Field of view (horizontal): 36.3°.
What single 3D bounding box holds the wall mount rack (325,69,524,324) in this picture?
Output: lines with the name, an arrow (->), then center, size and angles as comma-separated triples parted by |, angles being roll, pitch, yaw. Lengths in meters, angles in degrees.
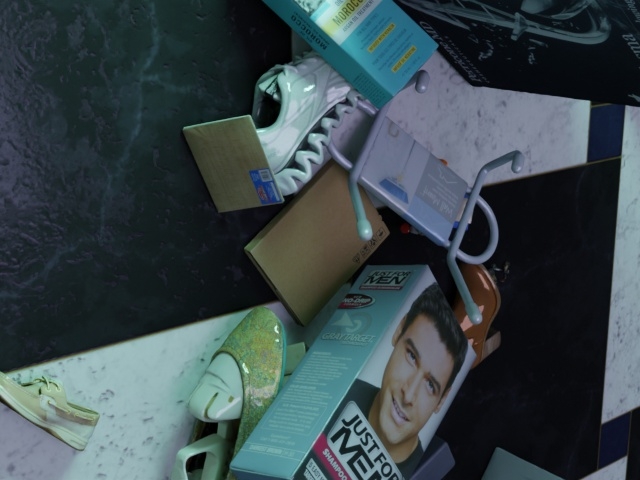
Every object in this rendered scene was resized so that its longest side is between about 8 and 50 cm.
wall mount rack -> 0.147, -0.057, 1.350 | 0.350, 0.130, 0.304 | 36, 59, -22

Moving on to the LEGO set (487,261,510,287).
LEGO set -> 0.293, 0.063, 1.656 | 0.083, 0.023, 0.054 | -6, 108, -52

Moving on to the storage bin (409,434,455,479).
storage bin -> 0.145, 0.355, 1.569 | 0.135, 0.091, 0.098 | -39, 124, -25

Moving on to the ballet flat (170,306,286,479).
ballet flat -> -0.135, 0.257, 1.297 | 0.123, 0.123, 0.348 | 7, 100, -40

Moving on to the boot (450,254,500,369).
boot -> 0.218, 0.135, 1.581 | 0.152, 0.073, 0.197 | -28, 116, -26

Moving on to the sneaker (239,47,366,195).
sneaker -> -0.011, -0.203, 1.282 | 0.118, 0.110, 0.292 | 39, 76, -30

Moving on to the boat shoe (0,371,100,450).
boat shoe -> -0.328, 0.190, 1.160 | 0.059, 0.063, 0.170 | -56, 139, -16

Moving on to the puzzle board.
puzzle board -> -0.109, -0.096, 1.240 | 0.011, 0.096, 0.128 | -67, 143, -51

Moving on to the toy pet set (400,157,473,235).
toy pet set -> 0.182, -0.065, 1.517 | 0.114, 0.065, 0.122 | 10, 93, -6

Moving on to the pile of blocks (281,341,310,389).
pile of blocks -> -0.021, 0.312, 1.430 | 0.113, 0.149, 0.362 | -14, 107, 10

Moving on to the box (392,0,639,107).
box -> 0.306, -0.416, 1.232 | 0.480, 0.472, 0.297 | 36, 80, -40

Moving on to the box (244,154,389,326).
box -> 0.000, 0.000, 1.396 | 0.201, 0.021, 0.164 | -47, 127, -19

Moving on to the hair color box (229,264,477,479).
hair color box -> 0.058, 0.223, 1.309 | 0.374, 0.114, 0.185 | -54, 126, -35

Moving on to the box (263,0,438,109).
box -> 0.025, -0.288, 1.232 | 0.244, 0.060, 0.100 | 42, 72, -5

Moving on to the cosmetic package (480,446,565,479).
cosmetic package -> 0.377, 0.523, 1.716 | 0.138, 0.224, 0.224 | 36, 79, -39
